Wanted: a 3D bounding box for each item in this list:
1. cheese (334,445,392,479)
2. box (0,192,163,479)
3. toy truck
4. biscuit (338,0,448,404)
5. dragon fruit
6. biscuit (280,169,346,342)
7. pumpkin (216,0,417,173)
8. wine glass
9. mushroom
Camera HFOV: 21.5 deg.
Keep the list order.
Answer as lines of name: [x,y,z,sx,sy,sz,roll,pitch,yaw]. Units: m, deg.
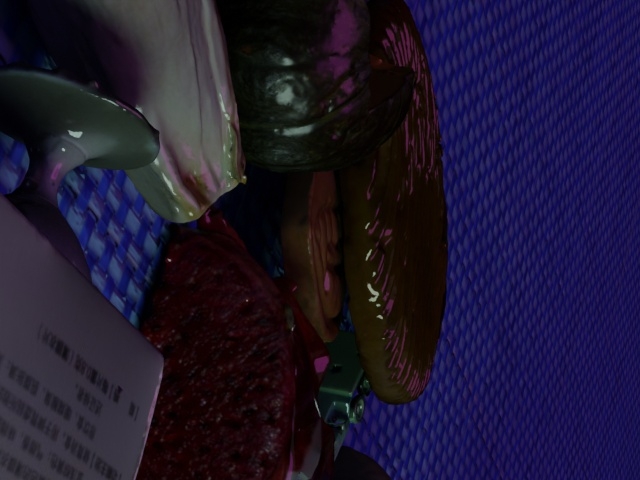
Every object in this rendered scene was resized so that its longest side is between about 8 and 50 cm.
cheese: [-0.002,0.264,1.268,0.202,0.091,0.175,-32,126,-65]
box: [-0.195,0.035,0.531,0.333,0.173,0.145,56,44,-62]
toy truck: [-0.011,0.122,1.220,0.081,0.067,0.175,78,28,-42]
biscuit: [0.062,-0.031,1.305,0.318,0.040,0.318,-3,90,-78]
dragon fruit: [-0.043,0.126,1.047,0.161,0.126,0.274,47,54,-64]
biscuit: [0.000,0.000,1.178,0.220,0.029,0.142,-5,95,-84]
pumpkin: [-0.015,-0.094,1.051,0.183,0.119,0.108,41,58,-60]
wine glass: [-0.150,0.034,0.767,0.103,0.103,0.222,60,43,-59]
mushroom: [-0.112,-0.146,0.792,0.351,0.095,0.123,66,11,-49]
